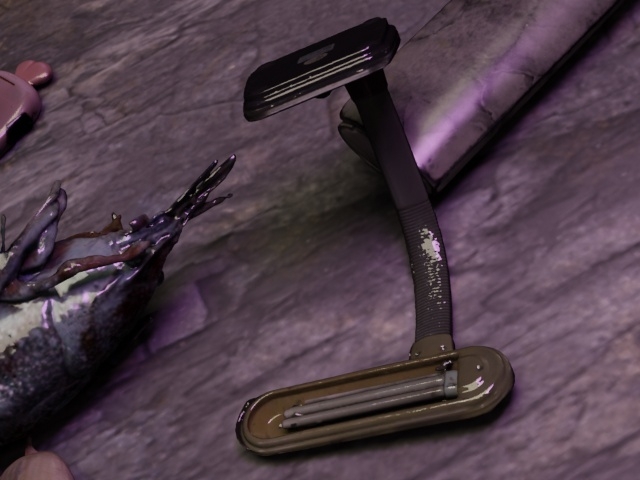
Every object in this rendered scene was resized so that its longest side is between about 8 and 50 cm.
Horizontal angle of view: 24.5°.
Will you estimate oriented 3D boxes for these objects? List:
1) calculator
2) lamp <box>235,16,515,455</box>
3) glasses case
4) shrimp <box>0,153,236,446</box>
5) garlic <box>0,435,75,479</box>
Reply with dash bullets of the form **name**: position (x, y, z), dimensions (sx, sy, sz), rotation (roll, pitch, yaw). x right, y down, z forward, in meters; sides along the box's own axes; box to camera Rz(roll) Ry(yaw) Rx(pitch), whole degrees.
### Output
- **calculator**: position (-0.318, -0.112, 1.385), dimensions (0.103, 0.024, 0.166), rotation (28, 71, 40)
- **lamp**: position (0.002, 0.002, 1.045), dimensions (0.203, 0.124, 0.283), rotation (-19, 90, 10)
- **glasses case**: position (0.152, -0.164, 1.161), dimensions (0.299, 0.060, 0.114), rotation (-46, 52, -13)
- **shrimp**: position (-0.224, 0.044, 1.111), dimensions (0.372, 0.172, 0.137), rotation (-51, 43, -8)
- **garlic**: position (-0.210, 0.195, 1.049), dimensions (0.084, 0.066, 0.152), rotation (-4, 53, 25)
